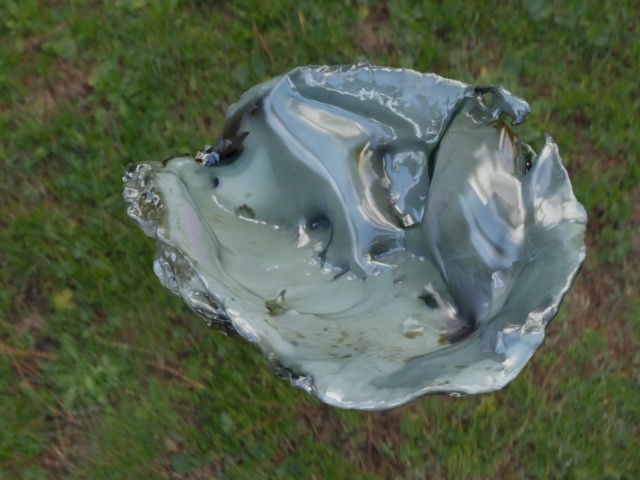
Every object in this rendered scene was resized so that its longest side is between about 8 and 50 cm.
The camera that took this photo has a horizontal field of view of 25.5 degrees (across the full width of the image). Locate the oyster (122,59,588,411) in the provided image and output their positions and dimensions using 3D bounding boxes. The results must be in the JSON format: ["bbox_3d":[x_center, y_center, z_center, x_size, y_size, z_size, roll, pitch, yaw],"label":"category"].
[{"bbox_3d":[-0.002,-0.002,0.569,0.252,0.087,0.199,-11,42,38],"label":"oyster"}]
